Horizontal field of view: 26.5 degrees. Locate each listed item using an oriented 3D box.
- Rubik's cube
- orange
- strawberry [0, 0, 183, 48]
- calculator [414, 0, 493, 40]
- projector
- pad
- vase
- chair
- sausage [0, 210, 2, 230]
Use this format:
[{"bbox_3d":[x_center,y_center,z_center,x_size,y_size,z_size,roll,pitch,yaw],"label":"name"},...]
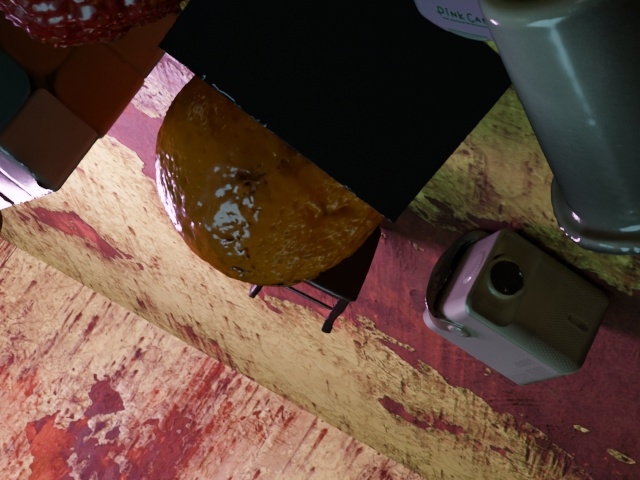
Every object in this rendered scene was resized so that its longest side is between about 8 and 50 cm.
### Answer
[{"bbox_3d":[-0.476,-0.286,2.034,0.347,0.344,0.346,43,158,-21],"label":"Rubik's cube"},{"bbox_3d":[-0.063,-0.113,1.832,0.293,0.341,0.340,48,172,35],"label":"orange"},{"bbox_3d":[-0.249,-0.367,1.605,0.267,0.312,0.351,49,-176,18],"label":"strawberry"},{"bbox_3d":[0.141,-0.308,1.462,0.141,0.045,0.246,20,156,32],"label":"calculator"},{"bbox_3d":[0.281,0.097,2.031,0.242,0.163,0.177,33,159,-7],"label":"projector"},{"bbox_3d":[0.022,-0.219,1.621,0.367,0.247,0.007,36,-166,-11],"label":"pad"},{"bbox_3d":[0.287,-0.169,1.333,0.245,0.245,0.291,10,142,48],"label":"vase"},{"bbox_3d":[0.000,0.000,2.219,0.186,0.160,0.319,25,148,-1],"label":"chair"},{"bbox_3d":[-0.551,-0.108,1.880,0.136,0.123,0.501,58,171,27],"label":"sausage"}]
